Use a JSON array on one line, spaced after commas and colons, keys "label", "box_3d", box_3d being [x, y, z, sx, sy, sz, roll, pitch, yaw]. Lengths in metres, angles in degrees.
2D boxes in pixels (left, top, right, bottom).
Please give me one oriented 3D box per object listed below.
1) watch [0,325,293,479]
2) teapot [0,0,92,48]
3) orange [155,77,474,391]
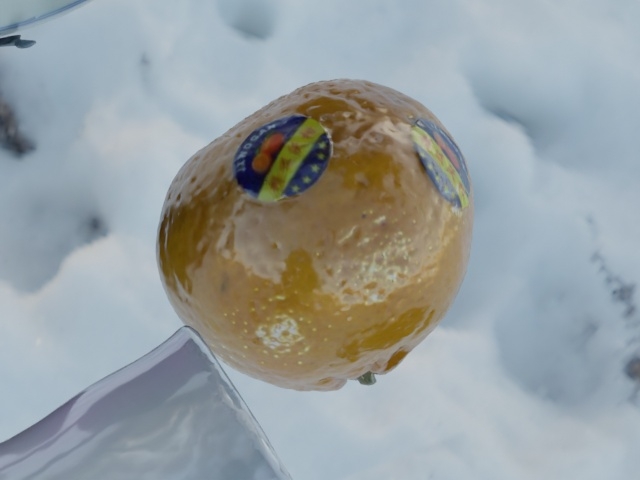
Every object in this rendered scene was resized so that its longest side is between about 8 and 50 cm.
[{"label": "watch", "box_3d": [-0.058, 0.149, 0.660, 0.196, 0.231, 0.244, -33, 38, -5]}, {"label": "teapot", "box_3d": [-0.179, -0.238, 0.805, 0.424, 0.280, 0.252, -14, 34, 2]}, {"label": "orange", "box_3d": [0.000, -0.003, 0.981, 0.155, 0.177, 0.177, 52, 55, -18]}]
